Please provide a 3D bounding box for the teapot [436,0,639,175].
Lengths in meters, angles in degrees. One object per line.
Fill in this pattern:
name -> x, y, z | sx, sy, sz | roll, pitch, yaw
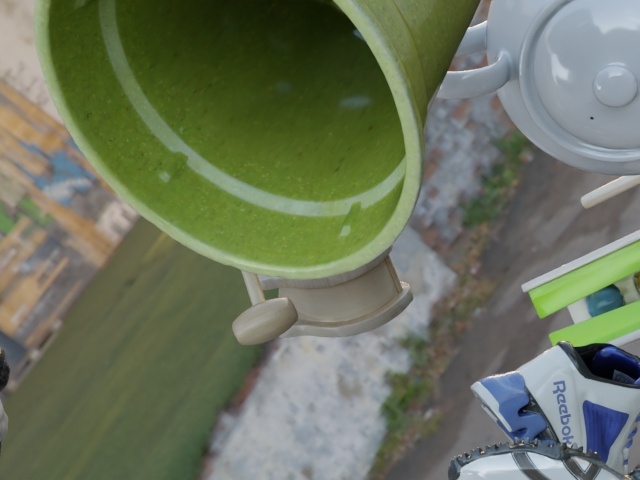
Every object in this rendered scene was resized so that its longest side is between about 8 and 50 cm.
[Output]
teapot -> 0.240, -0.153, 1.080 | 0.256, 0.252, 0.187 | -45, 5, 31

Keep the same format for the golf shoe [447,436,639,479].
golf shoe -> 0.184, 0.193, 0.923 | 0.077, 0.198, 0.093 | 67, -149, -67

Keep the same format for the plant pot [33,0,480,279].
plant pot -> -0.007, -0.158, 0.903 | 0.276, 0.276, 0.254 | -40, 10, 49

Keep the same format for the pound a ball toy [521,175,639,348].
pound a ball toy -> 0.411, 0.011, 1.663 | 0.319, 0.208, 0.136 | -30, -13, 39

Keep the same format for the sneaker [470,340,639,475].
sneaker -> 0.330, 0.230, 1.560 | 0.182, 0.315, 0.127 | -37, 30, 1

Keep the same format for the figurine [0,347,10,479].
figurine -> -0.387, 0.223, 1.465 | 0.215, 0.092, 0.209 | -125, 45, -68

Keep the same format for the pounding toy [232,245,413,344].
pounding toy -> 0.000, 0.000, 1.346 | 0.154, 0.154, 0.269 | -15, 29, 16
